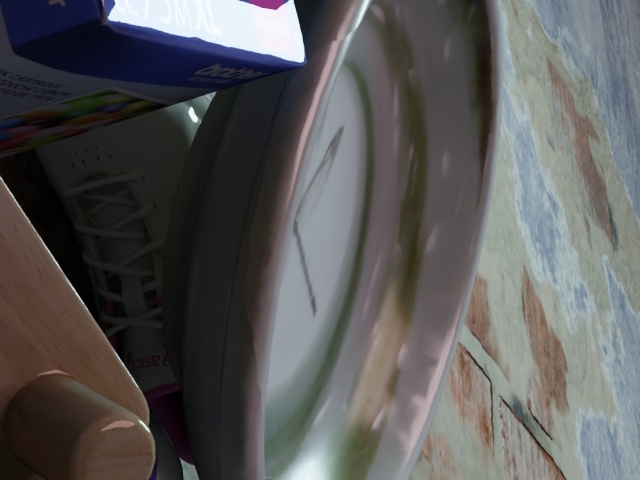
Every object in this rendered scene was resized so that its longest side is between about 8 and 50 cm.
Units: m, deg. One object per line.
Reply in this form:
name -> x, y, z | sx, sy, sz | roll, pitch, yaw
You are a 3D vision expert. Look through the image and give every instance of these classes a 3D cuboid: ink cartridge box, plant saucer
ink cartridge box -> -0.139, -0.076, 0.731 | 0.186, 0.311, 0.065 | -2, 76, -68
plant saucer -> 0.000, 0.000, 0.998 | 0.400, 0.101, 0.400 | 13, 90, -71

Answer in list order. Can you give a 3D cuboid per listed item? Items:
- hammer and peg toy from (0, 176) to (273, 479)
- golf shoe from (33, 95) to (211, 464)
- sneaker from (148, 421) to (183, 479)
hammer and peg toy -> -0.180, 0.089, 0.614 | 0.266, 0.127, 0.361 | -43, 124, -20
golf shoe -> -0.095, 0.010, 1.071 | 0.306, 0.115, 0.140 | 59, 30, -34
sneaker -> -0.180, 0.154, 0.758 | 0.236, 0.130, 0.322 | 45, 39, -36
